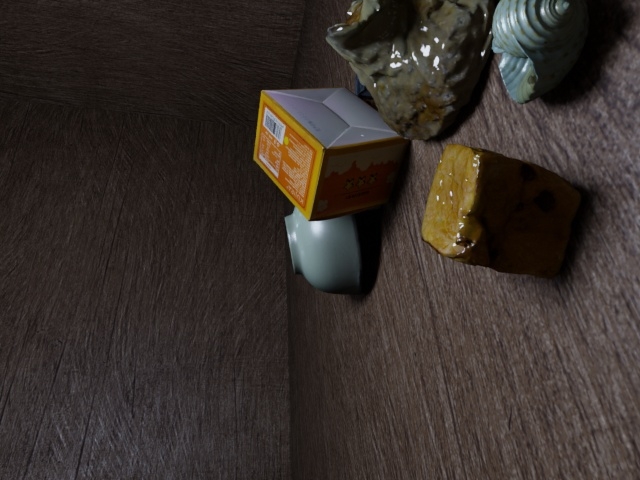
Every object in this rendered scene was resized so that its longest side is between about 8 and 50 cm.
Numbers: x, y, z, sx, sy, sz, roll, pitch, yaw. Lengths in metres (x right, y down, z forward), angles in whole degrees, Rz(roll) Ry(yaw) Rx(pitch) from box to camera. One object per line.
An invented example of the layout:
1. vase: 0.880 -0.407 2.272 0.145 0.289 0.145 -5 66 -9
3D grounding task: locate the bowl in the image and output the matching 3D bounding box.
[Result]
1. bowl: 0.000 0.000 1.305 0.354 0.185 0.353 170 90 -86

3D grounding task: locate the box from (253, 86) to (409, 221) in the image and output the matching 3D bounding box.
1. box: 0.016 -0.223 1.102 0.283 0.260 0.213 50 139 34

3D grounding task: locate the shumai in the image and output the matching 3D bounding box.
1. shumai: 0.130 -0.330 0.824 0.314 0.263 0.267 106 163 -51

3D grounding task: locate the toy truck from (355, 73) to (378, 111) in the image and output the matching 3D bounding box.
1. toy truck: 0.134 -0.405 1.210 0.083 0.092 0.192 164 109 -76

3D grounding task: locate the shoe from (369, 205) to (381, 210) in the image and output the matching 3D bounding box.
1. shoe: 0.116 -0.136 1.259 0.195 0.078 0.079 -126 40 -65

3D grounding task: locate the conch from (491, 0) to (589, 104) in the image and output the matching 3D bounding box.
1. conch: 0.266 -0.241 0.540 0.153 0.102 0.135 -11 -86 -69

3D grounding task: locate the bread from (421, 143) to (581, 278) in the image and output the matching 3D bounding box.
1. bread: 0.223 -0.043 0.579 0.158 0.149 0.143 -117 36 -67
